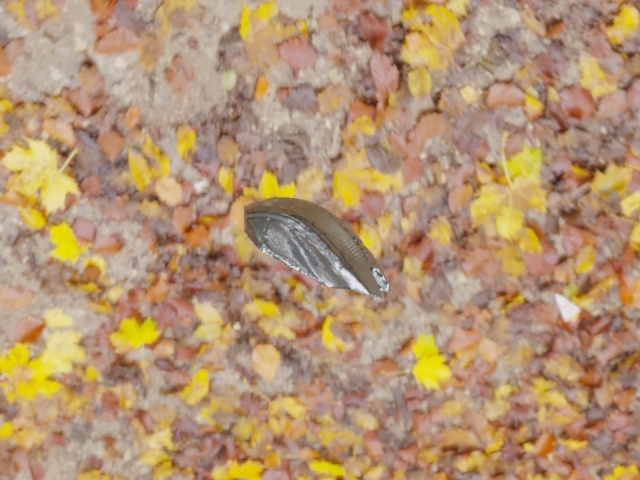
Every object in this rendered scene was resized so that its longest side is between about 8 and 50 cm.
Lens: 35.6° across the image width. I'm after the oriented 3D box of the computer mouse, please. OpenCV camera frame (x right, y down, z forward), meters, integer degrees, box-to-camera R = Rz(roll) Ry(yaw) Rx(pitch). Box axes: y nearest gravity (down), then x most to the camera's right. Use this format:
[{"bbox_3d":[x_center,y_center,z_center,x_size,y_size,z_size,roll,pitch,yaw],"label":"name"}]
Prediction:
[{"bbox_3d":[0.000,0.000,0.778,0.135,0.079,0.047,32,107,15],"label":"computer mouse"}]
